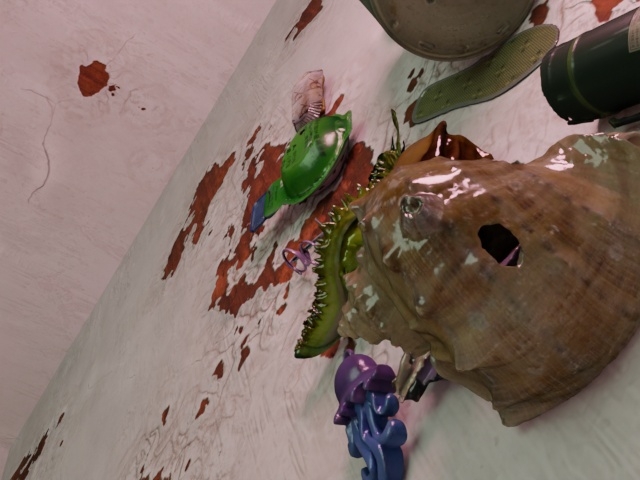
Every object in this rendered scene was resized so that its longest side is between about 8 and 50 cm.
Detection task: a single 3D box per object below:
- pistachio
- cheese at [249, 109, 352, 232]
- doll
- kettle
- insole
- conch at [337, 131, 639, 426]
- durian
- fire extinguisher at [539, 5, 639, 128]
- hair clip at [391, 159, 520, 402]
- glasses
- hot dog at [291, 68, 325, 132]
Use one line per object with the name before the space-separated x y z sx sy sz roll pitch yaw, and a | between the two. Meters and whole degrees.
pistachio | 0.143 -0.053 0.906 0.210 0.131 0.165 -56 -32 -50
cheese | -0.041 -0.133 1.486 0.320 0.083 0.204 -43 29 33
doll | 0.057 0.205 0.870 0.110 0.067 0.206 -56 34 31
kettle | 0.149 -0.490 1.176 0.250 0.361 0.376 -17 25 1
insole | 0.229 -0.237 1.110 0.322 0.007 0.109 -13 51 62
conch | 0.149 0.030 0.675 0.324 0.186 0.263 -38 76 37
durian | 0.054 0.002 1.048 0.106 0.132 0.375 -134 68 -81
fire extinguisher | 0.337 -0.184 0.686 0.294 0.093 0.118 -16 62 61
hair clip | 0.159 0.050 0.821 0.292 0.084 0.106 -65 26 4
glasses | 0.000 0.000 1.308 0.104 0.062 0.140 -47 12 -30
hot dog | -0.026 -0.315 1.718 0.108 0.059 0.191 -44 28 33
